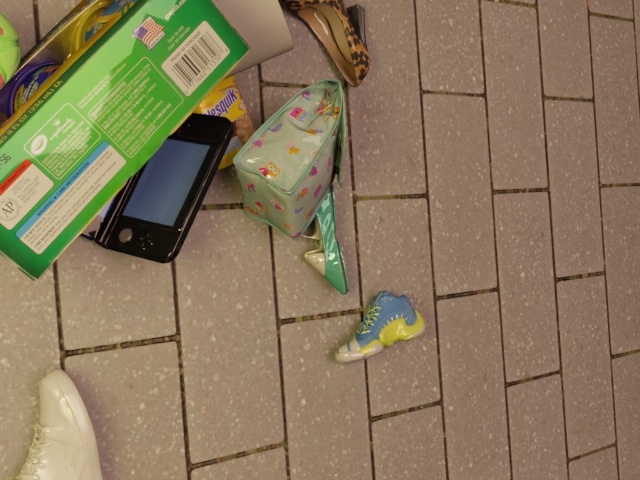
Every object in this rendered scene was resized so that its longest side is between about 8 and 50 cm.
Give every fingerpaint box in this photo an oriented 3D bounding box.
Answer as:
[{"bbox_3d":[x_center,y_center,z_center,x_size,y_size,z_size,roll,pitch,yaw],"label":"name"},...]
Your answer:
[{"bbox_3d":[-0.377,-0.192,1.161,0.444,0.371,0.163,-50,123,-14],"label":"fingerpaint box"}]

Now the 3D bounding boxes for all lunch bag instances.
[{"bbox_3d":[-0.035,-0.165,1.515,0.160,0.223,0.262,31,68,13],"label":"lunch bag"}]

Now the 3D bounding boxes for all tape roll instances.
[{"bbox_3d":[-0.170,-0.420,1.372,0.169,0.246,0.246,-24,104,1],"label":"tape roll"}]

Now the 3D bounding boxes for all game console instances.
[{"bbox_3d":[-0.335,-0.138,1.360,0.173,0.250,0.293,45,62,-54],"label":"game console"}]

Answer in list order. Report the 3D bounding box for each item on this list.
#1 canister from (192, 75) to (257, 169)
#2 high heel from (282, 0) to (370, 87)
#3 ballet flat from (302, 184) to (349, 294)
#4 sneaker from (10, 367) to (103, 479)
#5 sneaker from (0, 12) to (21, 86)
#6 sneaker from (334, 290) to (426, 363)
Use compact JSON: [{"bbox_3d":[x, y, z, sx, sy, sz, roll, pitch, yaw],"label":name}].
[{"bbox_3d":[-0.196,-0.236,1.512,0.126,0.073,0.169,-33,108,-30],"label":"canister"},{"bbox_3d":[0.009,-0.436,1.642,0.261,0.093,0.186,6,78,-43],"label":"high heel"},{"bbox_3d":[0.000,0.000,1.644,0.087,0.083,0.247,-10,94,-10],"label":"ballet flat"},{"bbox_3d":[-0.464,0.373,1.285,0.169,0.108,0.292,-16,99,-37],"label":"sneaker"},{"bbox_3d":[-0.688,-0.258,1.122,0.483,0.202,0.185,-3,104,-18],"label":"sneaker"},{"bbox_3d":[0.117,0.187,1.717,0.240,0.091,0.126,-16,79,-33],"label":"sneaker"}]
